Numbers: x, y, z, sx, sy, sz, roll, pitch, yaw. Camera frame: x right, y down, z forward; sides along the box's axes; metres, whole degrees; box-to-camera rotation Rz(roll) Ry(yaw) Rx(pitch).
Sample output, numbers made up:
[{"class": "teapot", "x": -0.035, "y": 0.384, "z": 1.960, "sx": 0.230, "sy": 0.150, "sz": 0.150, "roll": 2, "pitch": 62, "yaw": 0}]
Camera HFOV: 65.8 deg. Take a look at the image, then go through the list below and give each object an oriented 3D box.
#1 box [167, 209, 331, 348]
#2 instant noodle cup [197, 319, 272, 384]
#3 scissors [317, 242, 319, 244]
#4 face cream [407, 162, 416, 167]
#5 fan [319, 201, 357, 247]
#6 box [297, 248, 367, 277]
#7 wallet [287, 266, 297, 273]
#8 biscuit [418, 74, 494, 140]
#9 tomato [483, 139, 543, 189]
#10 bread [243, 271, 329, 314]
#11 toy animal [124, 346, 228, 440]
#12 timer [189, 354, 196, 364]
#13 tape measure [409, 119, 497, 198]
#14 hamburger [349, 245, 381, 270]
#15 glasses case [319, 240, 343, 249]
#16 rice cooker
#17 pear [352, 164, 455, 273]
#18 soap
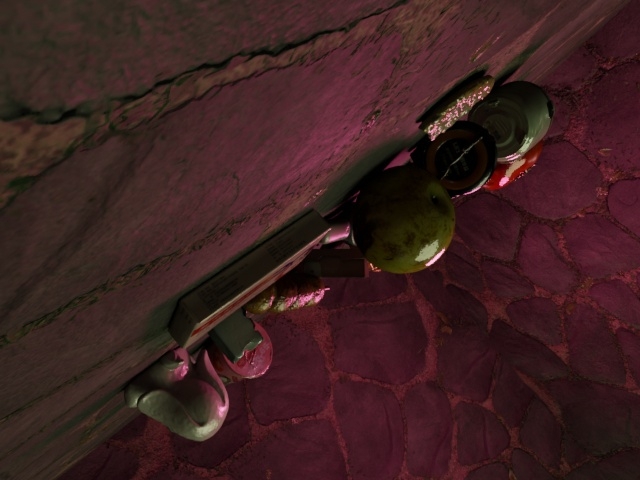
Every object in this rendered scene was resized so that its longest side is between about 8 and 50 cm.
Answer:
[{"class": "box", "x": -0.150, "y": 0.081, "z": 1.050, "sx": 0.353, "sy": 0.069, "sz": 0.214, "roll": -38, "pitch": 175, "yaw": -32}, {"class": "instant noodle cup", "x": -0.352, "y": 0.459, "z": 1.979, "sx": 0.231, "sy": 0.243, "sz": 0.243, "roll": -34, "pitch": 179, "yaw": 39}, {"class": "scissors", "x": 0.000, "y": 0.000, "z": 1.648, "sx": 0.039, "sy": 0.012, "sz": 0.113, "roll": -39, "pitch": 175, "yaw": -5}, {"class": "face cream", "x": 0.242, "y": -0.150, "z": 1.613, "sx": 0.214, "sy": 0.096, "sz": 0.096, "roll": -40, "pitch": 175, "yaw": 9}, {"class": "fan", "x": 0.072, "y": -0.036, "z": 1.376, "sx": 0.244, "sy": 0.074, "sz": 0.130, "roll": -16, "pitch": 117, "yaw": -51}, {"class": "box", "x": 0.043, "y": 0.070, "z": 1.499, "sx": 0.215, "sy": 0.086, "sz": 0.215, "roll": -1, "pitch": 177, "yaw": 8}, {"class": "wallet", "x": -0.152, "y": 0.144, "z": 1.567, "sx": 0.202, "sy": 0.059, "sz": 0.141, "roll": -41, "pitch": 172, "yaw": 25}, {"class": "biscuit", "x": 0.299, "y": -0.295, "z": 1.109, "sx": 0.265, "sy": 0.040, "sz": 0.188, "roll": -34, "pitch": 172, "yaw": -38}, {"class": "tomato", "x": 0.718, "y": -0.373, "z": 1.982, "sx": 0.293, "sy": 0.290, "sz": 0.325, "roll": -36, "pitch": 176, "yaw": -8}, {"class": "bread", "x": -0.079, "y": 0.129, "z": 1.307, "sx": 0.344, "sy": 0.124, "sz": 0.084, "roll": 0, "pitch": 125, "yaw": -53}, {"class": "toy animal", "x": -0.390, "y": 0.455, "z": 1.428, "sx": 0.206, "sy": 0.265, "sz": 0.271, "roll": -45, "pitch": 171, "yaw": 34}, {"class": "timer", "x": -0.511, "y": 0.561, "z": 1.832, "sx": 0.192, "sy": 0.194, "sz": 0.195, "roll": -37, "pitch": 174, "yaw": -24}, {"class": "tape measure", "x": 0.368, "y": -0.219, "z": 1.345, "sx": 0.223, "sy": 0.202, "sz": 0.135, "roll": -26, "pitch": -177, "yaw": 26}, {"class": "hamburger", "x": 0.261, "y": 0.013, "z": 2.237, "sx": 0.211, "sy": 0.260, "sz": 0.245, "roll": -44, "pitch": 167, "yaw": 10}, {"class": "glasses case", "x": 0.060, "y": -0.011, "z": 1.623, "sx": 0.114, "sy": 0.060, "sz": 0.299, "roll": -40, "pitch": 172, "yaw": -26}, {"class": "rice cooker", "x": 0.574, "y": -0.361, "z": 1.501, "sx": 0.244, "sy": 0.226, "sz": 0.226, "roll": -38, "pitch": 175, "yaw": -43}, {"class": "pear", "x": 0.207, "y": -0.050, "z": 1.280, "sx": 0.283, "sy": 0.283, "sz": 0.283, "roll": -39, "pitch": 175, "yaw": -4}, {"class": "soap", "x": -0.231, "y": 0.229, "z": 1.256, "sx": 0.094, "sy": 0.150, "sz": 0.261, "roll": -32, "pitch": 172, "yaw": -20}]
